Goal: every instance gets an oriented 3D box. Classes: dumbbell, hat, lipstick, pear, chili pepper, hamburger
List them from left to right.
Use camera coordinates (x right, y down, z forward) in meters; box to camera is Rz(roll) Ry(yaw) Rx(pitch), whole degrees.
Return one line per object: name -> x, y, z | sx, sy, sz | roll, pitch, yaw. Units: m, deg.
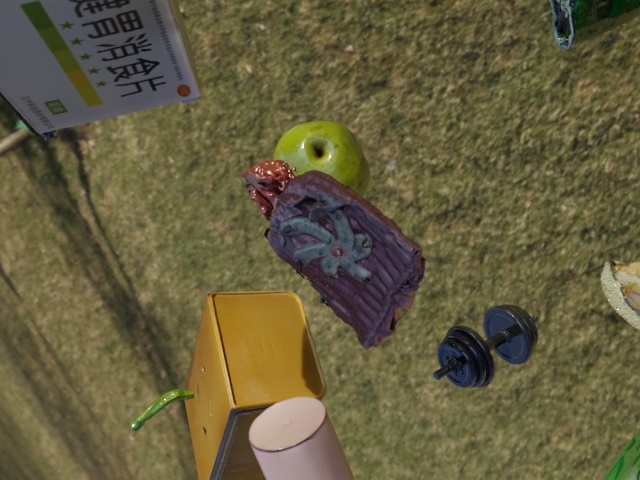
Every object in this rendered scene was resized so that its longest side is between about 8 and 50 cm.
chili pepper -> -0.188, 0.196, 0.966 | 0.017, 0.083, 0.030 | 52, 170, 30
hat -> 0.000, 0.000, 1.044 | 0.286, 0.107, 0.237 | 44, 144, 18
pear -> 0.005, -0.124, 1.494 | 0.180, 0.166, 0.216 | 46, 178, 13
lipstick -> 0.018, 0.327, 0.899 | 0.087, 0.087, 0.327 | 2, 121, 42
dumbbell -> 0.249, 0.157, 1.223 | 0.099, 0.208, 0.099 | 40, 142, 40
chili pepper -> 0.503, -0.429, 1.378 | 0.136, 0.270, 0.099 | 67, 161, -2
hamburger -> 0.684, 0.117, 1.680 | 0.207, 0.155, 0.135 | 28, 127, 41

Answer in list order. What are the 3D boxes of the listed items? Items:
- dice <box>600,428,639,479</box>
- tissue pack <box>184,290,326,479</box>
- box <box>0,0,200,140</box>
dice -> 0.287, 0.267, 0.477 | 0.300, 0.287, 0.297 | 34, 120, 18
tissue pack -> -0.104, 0.231, 1.210 | 0.275, 0.145, 0.194 | 109, 153, -46
box -> -0.216, -0.220, 0.691 | 0.333, 0.173, 0.145 | 91, 165, -76
